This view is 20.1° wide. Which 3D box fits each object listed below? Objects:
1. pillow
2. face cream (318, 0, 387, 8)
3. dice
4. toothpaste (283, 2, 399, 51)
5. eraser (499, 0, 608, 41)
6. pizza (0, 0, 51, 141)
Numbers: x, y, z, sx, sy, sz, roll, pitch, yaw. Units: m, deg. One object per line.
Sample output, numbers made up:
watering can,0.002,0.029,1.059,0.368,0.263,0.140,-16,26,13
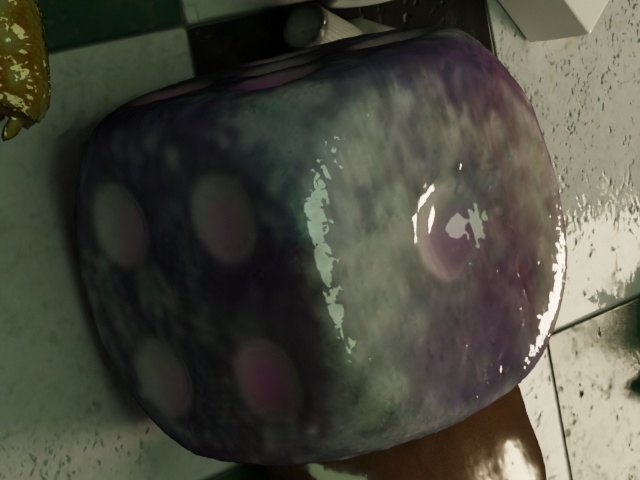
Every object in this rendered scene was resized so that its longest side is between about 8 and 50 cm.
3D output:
pillow,0.098,0.260,1.530,0.308,0.108,0.305,-19,96,-44
face cream,0.000,-0.358,1.457,0.163,0.080,0.336,-16,91,-63
dice,0.000,0.000,1.336,0.270,0.271,0.270,-24,105,-41
toothpaste,0.069,-0.126,1.551,0.282,0.068,0.099,28,98,-45
eraser,0.152,-0.309,1.615,0.298,0.076,0.078,48,59,-30
pizza,-0.287,-0.146,1.226,0.199,0.062,0.188,-15,86,-35
